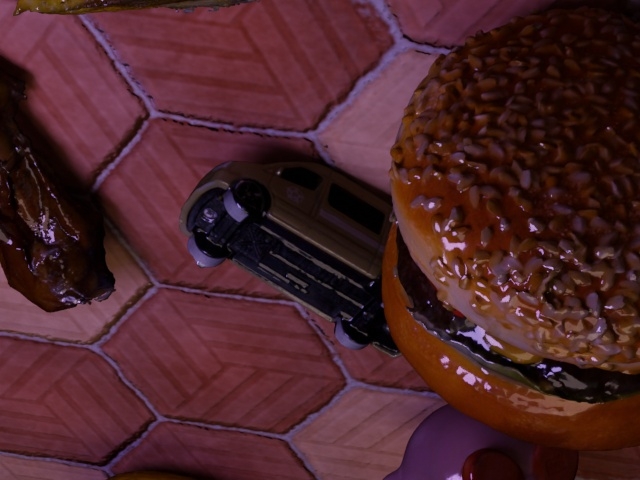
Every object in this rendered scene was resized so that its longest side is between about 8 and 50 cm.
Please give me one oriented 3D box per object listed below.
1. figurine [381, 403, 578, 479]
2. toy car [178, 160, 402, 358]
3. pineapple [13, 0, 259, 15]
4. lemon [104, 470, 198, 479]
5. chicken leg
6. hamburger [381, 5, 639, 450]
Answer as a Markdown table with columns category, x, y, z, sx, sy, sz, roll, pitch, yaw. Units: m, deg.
| category | x | y | z | sx | sy | sz | roll | pitch | yaw |
| --- | --- | --- | --- | --- | --- | --- | --- | --- | --- |
| figurine | 0.168 | 0.251 | 1.711 | 0.173 | 0.173 | 0.173 | 6 | 140 | 5 |
| toy car | 0.000 | 0.000 | 1.483 | 0.257 | 0.124 | 0.101 | 31 | 137 | -10 |
| pineapple | -0.101 | -0.247 | 1.246 | 0.250 | 0.139 | 0.164 | -3 | -178 | 38 |
| lemon | -0.204 | 0.411 | 1.899 | 0.293 | 0.293 | 0.293 | 6 | 140 | 5 |
| chicken leg | -0.280 | -0.056 | 1.514 | 0.113 | 0.093 | 0.304 | -14 | 129 | 2 |
| hamburger | 0.209 | -0.014 | 1.269 | 0.330 | 0.330 | 0.250 | 6 | 139 | 6 |
